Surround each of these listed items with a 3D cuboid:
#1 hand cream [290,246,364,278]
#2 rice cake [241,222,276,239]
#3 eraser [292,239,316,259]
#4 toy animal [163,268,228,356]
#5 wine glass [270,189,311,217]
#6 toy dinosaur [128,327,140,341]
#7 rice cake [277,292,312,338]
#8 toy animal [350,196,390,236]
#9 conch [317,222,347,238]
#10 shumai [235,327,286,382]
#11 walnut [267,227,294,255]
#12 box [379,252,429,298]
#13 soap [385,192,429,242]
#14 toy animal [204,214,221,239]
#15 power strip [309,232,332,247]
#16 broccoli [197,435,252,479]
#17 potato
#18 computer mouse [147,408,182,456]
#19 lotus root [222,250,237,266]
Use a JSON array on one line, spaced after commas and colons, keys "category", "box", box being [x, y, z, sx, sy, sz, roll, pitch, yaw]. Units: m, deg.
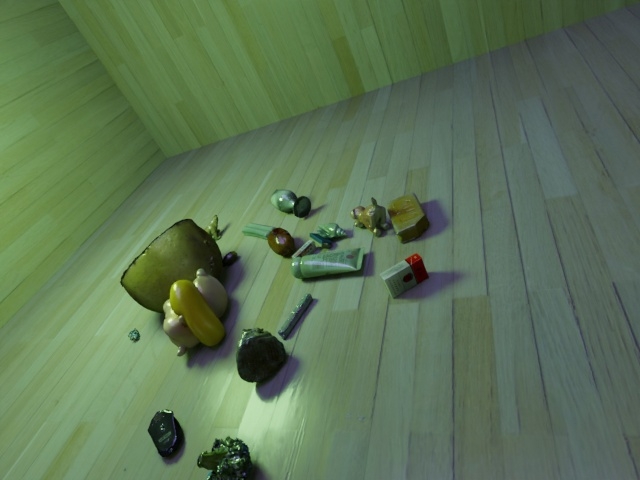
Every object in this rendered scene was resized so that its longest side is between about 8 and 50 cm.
[{"category": "hand cream", "box": [0.027, 0.092, 1.717, 0.305, 0.093, 0.147, -11, 31, 21]}, {"category": "rice cake", "box": [-0.325, -0.054, 2.214, 0.221, 0.042, 0.080, 10, 50, 45]}, {"category": "eraser", "box": [-0.072, 0.054, 1.873, 0.122, 0.052, 0.029, -44, 38, -24]}, {"category": "toy animal", "box": [-0.545, 0.286, 1.723, 0.247, 0.277, 0.345, -32, 34, 19]}, {"category": "wine glass", "box": [-0.160, -0.200, 2.220, 0.126, 0.126, 0.241, -41, 38, -20]}, {"category": "toy dinosaur", "box": [-0.864, 0.436, 1.939, 0.047, 0.031, 0.083, -38, 34, -19]}, {"category": "rice cake", "box": [-0.094, 0.284, 1.592, 0.033, 0.033, 0.208, 3, 44, 41]}, {"category": "toy animal", "box": [0.195, -0.129, 1.815, 0.104, 0.184, 0.185, -29, 32, -16]}, {"category": "conch", "box": [0.049, -0.035, 1.899, 0.180, 0.065, 0.088, 12, 59, 38]}, {"category": "shumai", "box": [-0.230, 0.393, 1.459, 0.184, 0.184, 0.142, -42, 12, -21]}, {"category": "walnut", "box": [-0.190, 0.001, 1.980, 0.115, 0.116, 0.207, -35, 33, -11]}, {"category": "box", "box": [0.294, 0.124, 1.471, 0.152, 0.100, 0.048, -29, 36, -1]}, {"category": "soap", "box": [0.363, -0.098, 1.749, 0.140, 0.073, 0.232, -25, 34, 12]}, {"category": "toy animal", "box": [-0.628, -0.042, 2.361, 0.103, 0.101, 0.219, 11, 49, 46]}, {"category": "power strip", "box": [0.000, 0.000, 1.893, 0.056, 0.032, 0.123, 1, 19, -32]}, {"category": "broccoli", "box": [-0.270, 0.616, 1.156, 0.154, 0.160, 0.167, -40, 35, 34]}, {"category": "potato", "box": [-0.650, 0.156, 1.958, 0.442, 0.319, 0.385, -44, -5, -10]}, {"category": "computer mouse", "box": [-0.508, 0.638, 1.390, 0.099, 0.057, 0.172, -33, 45, -12]}, {"category": "lotus root", "box": [-0.458, 0.093, 2.102, 0.099, 0.049, 0.054, -47, 39, -18]}]
